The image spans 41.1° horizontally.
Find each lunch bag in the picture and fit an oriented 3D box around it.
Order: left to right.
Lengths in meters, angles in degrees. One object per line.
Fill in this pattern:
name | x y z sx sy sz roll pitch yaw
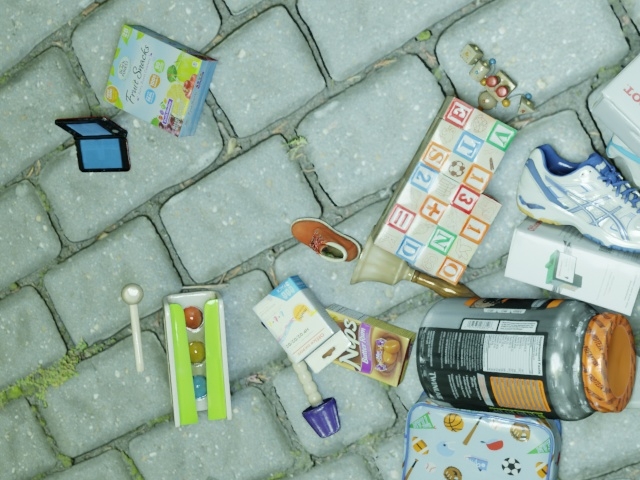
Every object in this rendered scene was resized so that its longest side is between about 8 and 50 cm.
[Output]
lunch bag | 0.301 0.419 1.644 0.304 0.115 0.243 8 105 21

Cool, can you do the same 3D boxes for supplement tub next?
supplement tub | 0.355 0.203 1.489 0.338 0.207 0.207 -1 100 38

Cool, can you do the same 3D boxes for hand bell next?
hand bell | 0.191 0.073 1.647 0.242 0.126 0.126 22 108 4

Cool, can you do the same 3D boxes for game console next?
game console | -0.505 -0.212 1.889 0.144 0.124 0.085 0 73 23

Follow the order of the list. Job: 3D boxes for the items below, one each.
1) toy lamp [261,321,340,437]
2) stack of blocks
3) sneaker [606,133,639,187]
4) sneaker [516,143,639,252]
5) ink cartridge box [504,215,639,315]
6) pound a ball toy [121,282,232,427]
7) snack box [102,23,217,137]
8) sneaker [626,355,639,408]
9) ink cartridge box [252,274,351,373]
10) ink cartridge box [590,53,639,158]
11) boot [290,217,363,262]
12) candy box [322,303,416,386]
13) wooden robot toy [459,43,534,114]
toy lamp | -0.037 0.280 1.781 0.080 0.080 0.274 -28 88 25
stack of blocks | 0.237 -0.091 1.549 0.171 0.087 0.297 27 100 -6
sneaker | 0.592 -0.116 1.440 0.229 0.087 0.092 44 128 12
sneaker | 0.476 -0.075 1.445 0.297 0.112 0.130 20 122 27
ink cartridge box | 0.446 0.036 1.481 0.220 0.160 0.092 18 108 20
pound a ball toy | -0.309 0.233 1.839 0.208 0.136 0.318 -6 99 -12
snack box | -0.341 -0.337 1.800 0.207 0.070 0.174 27 110 19
sneaker | 0.592 0.274 1.491 0.293 0.169 0.108 7 68 54
ink cartridge box | -0.036 0.171 1.703 0.104 0.061 0.181 -41 81 12
ink cartridge box | 0.603 -0.244 1.331 0.289 0.121 0.211 -43 81 2
boot | 0.000 0.000 1.710 0.158 0.085 0.059 22 109 20
candy box | 0.089 0.211 1.728 0.187 0.053 0.109 18 107 21
wooden robot toy | 0.303 -0.269 1.538 0.173 0.076 0.079 47 124 9
